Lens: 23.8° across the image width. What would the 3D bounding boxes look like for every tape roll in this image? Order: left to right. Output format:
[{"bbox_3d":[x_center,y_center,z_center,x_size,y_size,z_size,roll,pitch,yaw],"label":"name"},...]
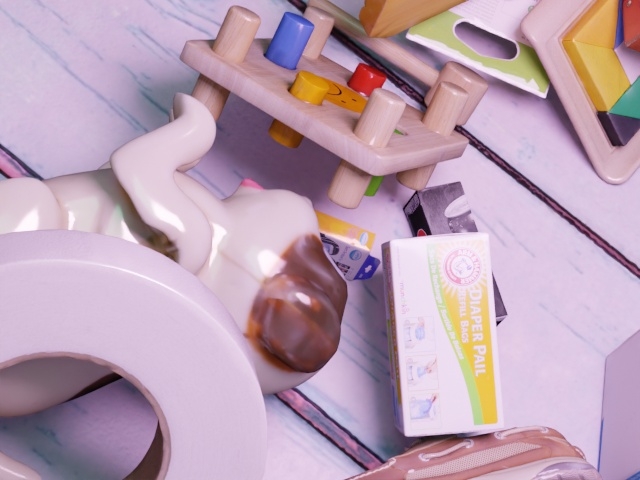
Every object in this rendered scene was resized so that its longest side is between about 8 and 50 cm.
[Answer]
[{"bbox_3d":[-0.239,0.177,1.377,0.391,0.392,0.072,4,24,-13],"label":"tape roll"}]

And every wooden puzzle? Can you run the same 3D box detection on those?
[{"bbox_3d":[0.360,-0.222,1.812,0.221,0.044,0.239,-46,115,-26],"label":"wooden puzzle"}]

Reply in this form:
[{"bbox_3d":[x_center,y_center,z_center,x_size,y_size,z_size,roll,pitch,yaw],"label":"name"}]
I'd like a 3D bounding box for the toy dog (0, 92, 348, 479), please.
[{"bbox_3d":[-0.172,0.042,1.487,0.407,0.284,0.396,4,74,-13],"label":"toy dog"}]

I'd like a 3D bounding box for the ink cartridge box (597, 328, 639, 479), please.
[{"bbox_3d":[0.440,0.198,1.628,0.232,0.168,0.171,13,64,-8],"label":"ink cartridge box"}]

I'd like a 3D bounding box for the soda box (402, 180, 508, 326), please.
[{"bbox_3d":[0.150,0.022,1.699,0.060,0.053,0.169,-11,70,-18],"label":"soda box"}]

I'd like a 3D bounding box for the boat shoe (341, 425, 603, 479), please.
[{"bbox_3d":[0.123,0.263,1.564,0.324,0.123,0.116,-6,34,-10],"label":"boat shoe"}]

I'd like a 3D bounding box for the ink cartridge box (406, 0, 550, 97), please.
[{"bbox_3d":[0.218,-0.304,1.842,0.188,0.097,0.255,24,74,-3],"label":"ink cartridge box"}]

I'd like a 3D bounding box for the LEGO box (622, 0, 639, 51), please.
[{"bbox_3d":[0.607,-0.357,1.834,0.500,0.193,0.373,15,63,-26],"label":"LEGO box"}]

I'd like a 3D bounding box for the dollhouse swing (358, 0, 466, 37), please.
[{"bbox_3d":[0.170,-0.426,1.634,0.304,0.347,0.315,-12,78,-11],"label":"dollhouse swing"}]

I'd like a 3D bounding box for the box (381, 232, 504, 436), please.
[{"bbox_3d":[0.125,0.095,1.581,0.103,0.114,0.203,-4,87,-3],"label":"box"}]

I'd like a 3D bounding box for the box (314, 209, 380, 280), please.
[{"bbox_3d":[0.000,0.000,1.655,0.136,0.081,0.028,20,62,-5],"label":"box"}]

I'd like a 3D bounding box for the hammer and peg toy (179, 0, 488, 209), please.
[{"bbox_3d":[0.027,-0.157,1.668,0.266,0.127,0.361,32,20,17],"label":"hammer and peg toy"}]
